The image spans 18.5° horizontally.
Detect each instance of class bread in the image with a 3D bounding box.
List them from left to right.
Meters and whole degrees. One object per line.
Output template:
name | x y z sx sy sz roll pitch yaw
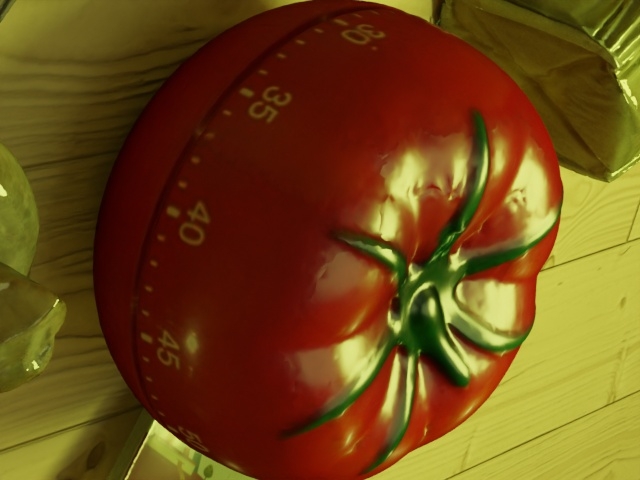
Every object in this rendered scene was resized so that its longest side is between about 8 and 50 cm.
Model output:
bread | 0.220 -0.170 1.784 0.110 0.209 0.192 -49 147 -30

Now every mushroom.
mushroom | -0.248 0.027 1.249 0.204 0.204 0.204 -36 141 -36

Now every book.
book | -0.094 0.172 1.684 0.162 0.022 0.232 44 64 -41

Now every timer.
timer | 0.000 0.000 1.521 0.378 0.279 0.378 -32 137 -35

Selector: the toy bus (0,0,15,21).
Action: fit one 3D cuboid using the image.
toy bus | -0.292 -0.202 1.065 0.112 0.138 0.317 -52 150 -6
